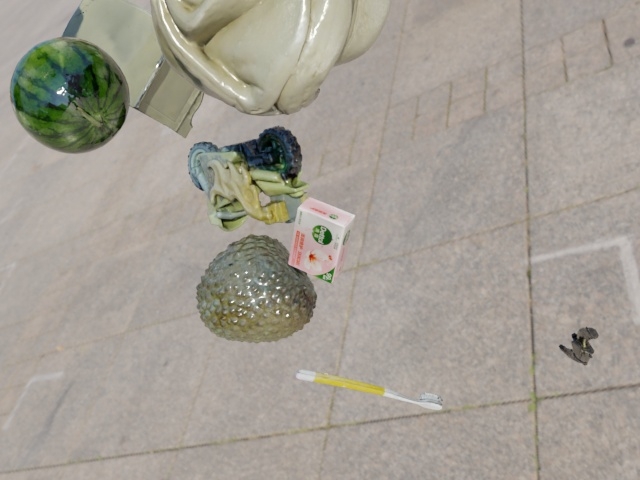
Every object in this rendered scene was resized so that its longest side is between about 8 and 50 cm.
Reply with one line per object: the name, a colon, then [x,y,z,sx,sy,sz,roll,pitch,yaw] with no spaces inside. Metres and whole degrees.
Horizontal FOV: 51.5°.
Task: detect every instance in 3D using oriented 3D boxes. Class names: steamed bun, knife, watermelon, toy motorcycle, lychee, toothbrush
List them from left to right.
watermelon: [-0.405,-0.234,1.098,0.215,0.188,0.188,34,75,29]
toy motorcycle: [-0.180,-0.140,1.593,0.169,0.236,0.410,-25,15,-40]
steamed bun: [-0.105,-0.383,0.991,0.368,0.255,0.342,24,76,21]
lychee: [-0.141,0.119,1.505,0.274,0.255,0.255,-38,34,3]
toothbrush: [0.090,0.258,1.162,0.024,0.288,0.021,-95,29,-46]
knife: [0.353,0.148,0.901,0.021,0.222,0.045,-43,70,-1]

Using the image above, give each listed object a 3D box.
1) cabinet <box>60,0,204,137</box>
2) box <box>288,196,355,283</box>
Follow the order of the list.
cabinet: [-0.468,-0.462,1.762,0.290,0.318,0.227,29,92,14]
box: [0.000,0.000,1.113,0.089,0.125,0.043,22,37,16]
